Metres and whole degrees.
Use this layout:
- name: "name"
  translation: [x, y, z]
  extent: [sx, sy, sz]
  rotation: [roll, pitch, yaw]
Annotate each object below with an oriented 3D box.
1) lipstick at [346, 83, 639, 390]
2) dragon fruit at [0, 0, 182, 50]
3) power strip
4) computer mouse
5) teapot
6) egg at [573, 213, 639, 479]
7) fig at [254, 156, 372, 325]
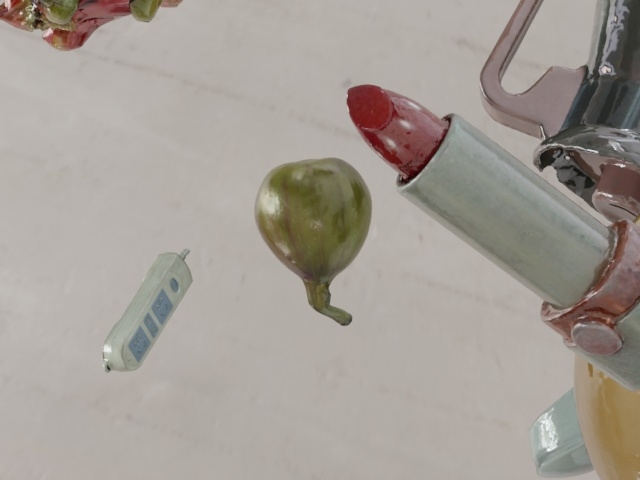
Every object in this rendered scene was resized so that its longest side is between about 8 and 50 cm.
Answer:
- name: "lipstick"
  translation: [0.084, -0.007, 0.662]
  extent: [0.186, 0.057, 0.063]
  rotation: [35, 143, -13]
- name: "dragon fruit"
  translation: [-0.132, -0.201, 0.920]
  extent: [0.160, 0.166, 0.172]
  rotation: [16, 78, -24]
- name: "power strip"
  translation: [-0.187, 0.075, 1.681]
  extent: [0.030, 0.191, 0.048]
  rotation: [-1, 132, 31]
- name: "computer mouse"
  translation: [0.314, 0.170, 1.602]
  extent: [0.231, 0.128, 0.079]
  rotation: [-45, 70, 10]
- name: "teapot"
  translation: [0.398, -0.199, 1.817]
  extent: [0.376, 0.305, 0.362]
  rotation: [24, 75, 15]
- name: "egg"
  translation: [0.361, 0.077, 1.180]
  extent: [0.301, 0.301, 0.374]
  rotation: [37, 72, -4]
- name: "fig"
  translation: [-0.014, -0.007, 1.840]
  extent: [0.142, 0.148, 0.186]
  rotation: [10, 78, 1]
